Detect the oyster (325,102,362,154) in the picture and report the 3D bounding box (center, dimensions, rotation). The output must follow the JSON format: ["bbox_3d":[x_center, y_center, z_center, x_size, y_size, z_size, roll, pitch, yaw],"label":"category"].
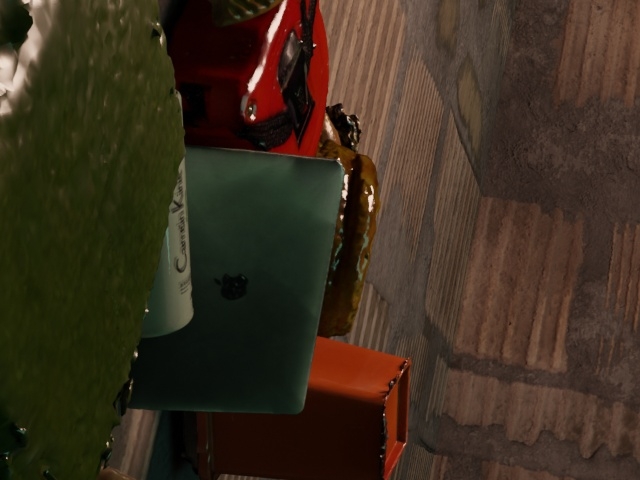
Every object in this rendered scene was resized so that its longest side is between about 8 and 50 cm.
[{"bbox_3d":[0.023,-0.123,1.576,0.029,0.086,0.132,-14,105,-35],"label":"oyster"}]

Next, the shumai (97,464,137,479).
[{"bbox_3d":[-0.239,0.237,0.822,0.185,0.218,0.184,31,57,-30],"label":"shumai"}]

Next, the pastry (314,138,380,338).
[{"bbox_3d":[0.000,0.000,1.373,0.235,0.132,0.240,-71,178,-81],"label":"pastry"}]

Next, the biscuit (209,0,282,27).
[{"bbox_3d":[-0.079,-0.321,1.078,0.229,0.176,0.031,63,-15,9],"label":"biscuit"}]

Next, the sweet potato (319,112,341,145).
[{"bbox_3d":[0.002,-0.066,1.555,0.065,0.051,0.218,-43,139,-56],"label":"sweet potato"}]

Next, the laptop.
[{"bbox_3d":[-0.085,0.043,1.108,0.015,0.187,0.269,-133,-130,-65],"label":"laptop"}]

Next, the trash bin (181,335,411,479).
[{"bbox_3d":[-0.025,0.168,1.257,0.161,0.238,0.184,-47,139,-62],"label":"trash bin"}]

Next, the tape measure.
[{"bbox_3d":[-0.068,-0.164,1.178,0.260,0.114,0.253,69,35,-57],"label":"tape measure"}]

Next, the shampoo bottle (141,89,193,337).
[{"bbox_3d":[-0.157,-0.049,0.992,0.085,0.085,0.262,-49,142,-61],"label":"shampoo bottle"}]

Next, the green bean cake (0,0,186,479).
[{"bbox_3d":[-0.217,-0.028,0.633,0.335,0.218,0.319,86,12,-52],"label":"green bean cake"}]
